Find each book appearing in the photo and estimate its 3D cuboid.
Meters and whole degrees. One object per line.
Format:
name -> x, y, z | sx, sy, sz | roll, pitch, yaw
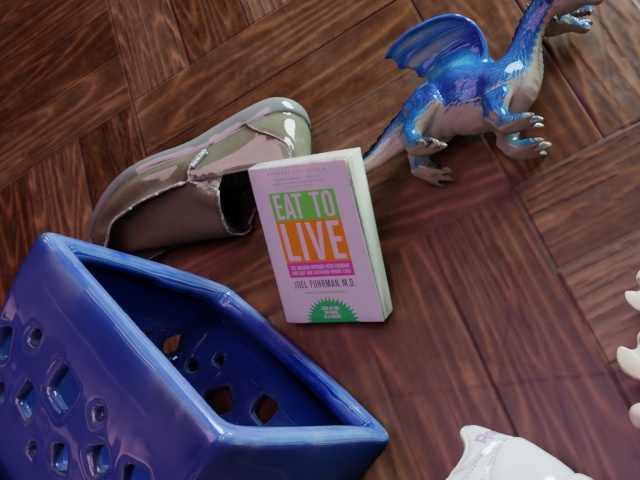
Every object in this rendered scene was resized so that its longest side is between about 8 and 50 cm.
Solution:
book -> 0.000, 0.000, 0.645 | 0.096, 0.035, 0.144 | -5, 110, 27

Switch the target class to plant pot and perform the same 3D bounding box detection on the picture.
plant pot -> -0.126, 0.159, 0.582 | 0.236, 0.236, 0.212 | 37, 96, 33

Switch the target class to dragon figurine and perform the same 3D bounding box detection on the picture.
dragon figurine -> 0.110, -0.133, 0.655 | 0.289, 0.085, 0.144 | -16, 63, 21

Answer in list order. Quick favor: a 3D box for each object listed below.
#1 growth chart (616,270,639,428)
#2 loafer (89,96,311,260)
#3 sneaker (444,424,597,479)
growth chart -> 0.291, 0.022, 0.491 | 0.172, 0.021, 0.237 | 0, 51, 36
loafer -> -0.114, -0.043, 0.731 | 0.251, 0.094, 0.087 | -32, 55, 13
sneaker -> 0.071, 0.267, 0.513 | 0.152, 0.114, 0.305 | 30, 78, 41
